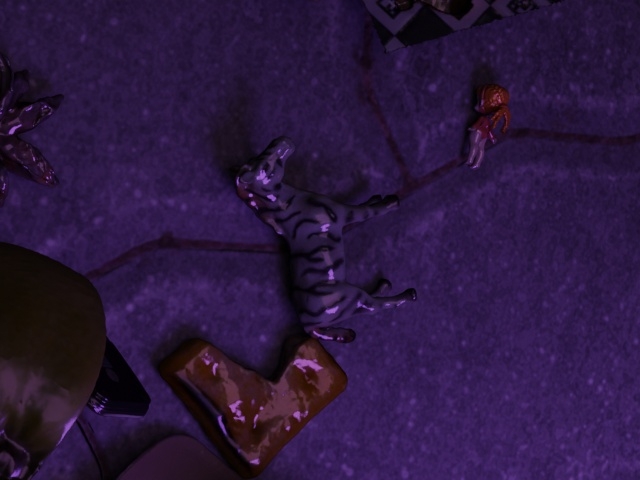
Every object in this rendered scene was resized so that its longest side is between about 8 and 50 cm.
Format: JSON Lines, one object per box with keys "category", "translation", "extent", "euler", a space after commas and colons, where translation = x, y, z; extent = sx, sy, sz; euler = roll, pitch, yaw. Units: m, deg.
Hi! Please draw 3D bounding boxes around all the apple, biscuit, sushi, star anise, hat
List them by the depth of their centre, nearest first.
{"category": "apple", "translation": [-0.347, 0.165, 1.303], "extent": [0.312, 0.360, 0.320], "euler": [-12, 97, -31]}
{"category": "star anise", "translation": [-0.351, -0.108, 1.478], "extent": [0.195, 0.065, 0.182], "euler": [33, 76, -26]}
{"category": "hat", "translation": [-0.168, 0.319, 1.559], "extent": [0.166, 0.144, 0.173], "euler": [40, 29, 8]}
{"category": "biscuit", "translation": [-0.070, 0.158, 1.623], "extent": [0.183, 0.039, 0.174], "euler": [-39, 102, -23]}
{"category": "sushi", "translation": [0.144, -0.386, 1.733], "extent": [0.294, 0.059, 0.292], "euler": [-19, 83, -15]}

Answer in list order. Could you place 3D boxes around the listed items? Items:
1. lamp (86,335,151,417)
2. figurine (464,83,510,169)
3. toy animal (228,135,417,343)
{"category": "lamp", "translation": [-0.309, 0.219, 1.416], "extent": [0.283, 0.124, 0.203], "euler": [-58, 156, 2]}
{"category": "figurine", "translation": [0.206, -0.141, 1.768], "extent": [0.064, 0.047, 0.109], "euler": [21, 84, -53]}
{"category": "toy animal", "translation": [0.013, -0.011, 1.647], "extent": [0.170, 0.090, 0.255], "euler": [-30, 99, -20]}
